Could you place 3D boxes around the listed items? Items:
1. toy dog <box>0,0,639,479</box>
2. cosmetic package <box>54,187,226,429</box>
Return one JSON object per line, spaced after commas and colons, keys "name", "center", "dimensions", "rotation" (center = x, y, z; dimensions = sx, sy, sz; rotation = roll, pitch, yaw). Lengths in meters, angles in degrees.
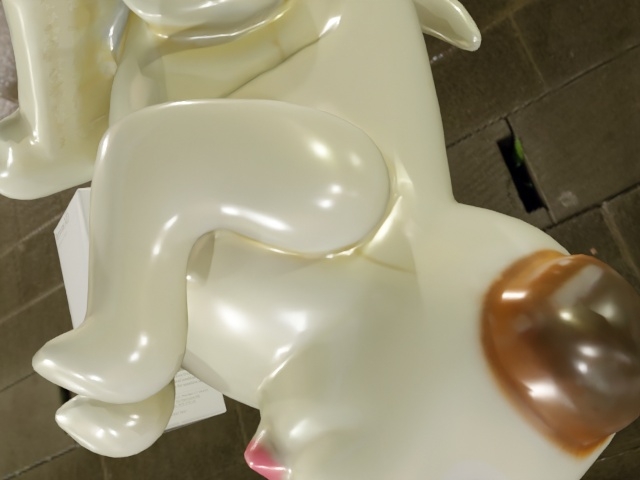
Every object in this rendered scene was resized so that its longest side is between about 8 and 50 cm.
{"name": "toy dog", "center": [0.000, 0.000, 0.456], "dimensions": [0.408, 0.395, 0.285], "rotation": [56, 141, 20]}
{"name": "cosmetic package", "center": [-0.285, 0.115, 1.098], "dimensions": [0.197, 0.155, 0.366], "rotation": [-36, 68, 54]}
